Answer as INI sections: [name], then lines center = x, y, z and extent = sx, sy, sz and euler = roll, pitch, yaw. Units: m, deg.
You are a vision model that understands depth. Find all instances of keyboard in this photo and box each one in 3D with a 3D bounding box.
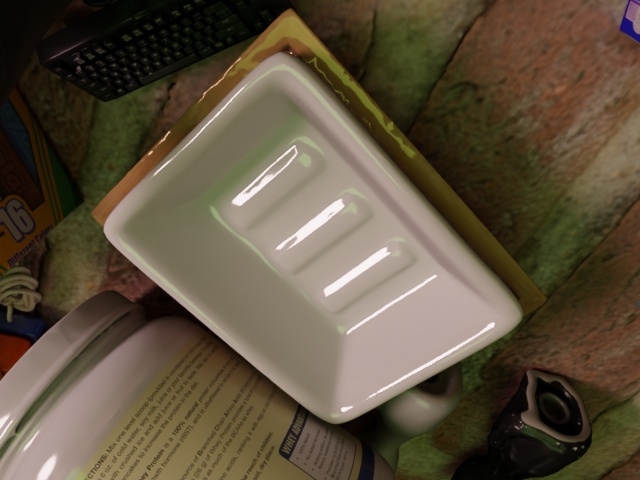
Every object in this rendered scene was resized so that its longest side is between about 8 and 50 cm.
[keyboard]
center = -0.117, -0.155, 0.392
extent = 0.180, 0.023, 0.108
euler = -19, 158, 16

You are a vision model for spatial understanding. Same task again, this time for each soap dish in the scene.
[soap dish]
center = 0.000, 0.000, 0.450
extent = 0.229, 0.118, 0.291
euler = -37, 110, 25

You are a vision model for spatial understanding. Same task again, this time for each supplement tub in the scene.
[supplement tub]
center = -0.120, 0.218, 0.500
extent = 0.325, 0.235, 0.235
euler = 35, 119, 1

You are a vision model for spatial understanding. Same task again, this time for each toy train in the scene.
[toy train]
center = -0.329, 0.133, 0.541
extent = 0.105, 0.143, 0.248
euler = 12, 130, -1

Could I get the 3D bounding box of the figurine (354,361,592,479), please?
[figurine]
center = 0.134, 0.219, 0.588
extent = 0.215, 0.092, 0.209
euler = 18, 125, -3

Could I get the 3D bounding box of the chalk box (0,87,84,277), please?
[chalk box]
center = -0.359, -0.094, 0.407
extent = 0.180, 0.179, 0.289
euler = -12, 118, 15

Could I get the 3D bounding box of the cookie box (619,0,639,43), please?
[cookie box]
center = 0.266, -0.140, 0.349
extent = 0.107, 0.092, 0.040
euler = 4, 124, 5

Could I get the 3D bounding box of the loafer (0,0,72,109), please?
[loafer]
center = -0.235, -0.138, 0.301
extent = 0.130, 0.366, 0.134
euler = 14, 149, 31
